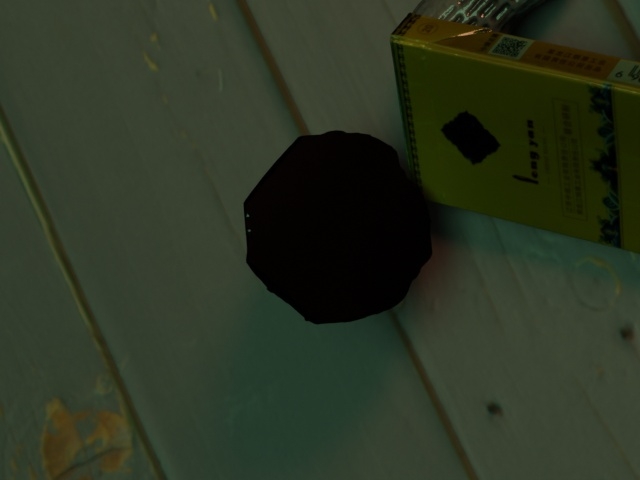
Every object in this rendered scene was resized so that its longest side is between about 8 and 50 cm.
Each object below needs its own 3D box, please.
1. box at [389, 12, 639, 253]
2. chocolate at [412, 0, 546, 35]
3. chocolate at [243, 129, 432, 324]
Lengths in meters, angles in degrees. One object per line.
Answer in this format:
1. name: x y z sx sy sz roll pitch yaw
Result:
1. box: 0.185 -0.068 1.381 0.279 0.041 0.153 16 137 29
2. chocolate: 0.126 -0.181 1.442 0.167 0.072 0.072 -45 70 23
3. chocolate: 0.000 0.000 1.486 0.133 0.156 0.156 148 110 -69
